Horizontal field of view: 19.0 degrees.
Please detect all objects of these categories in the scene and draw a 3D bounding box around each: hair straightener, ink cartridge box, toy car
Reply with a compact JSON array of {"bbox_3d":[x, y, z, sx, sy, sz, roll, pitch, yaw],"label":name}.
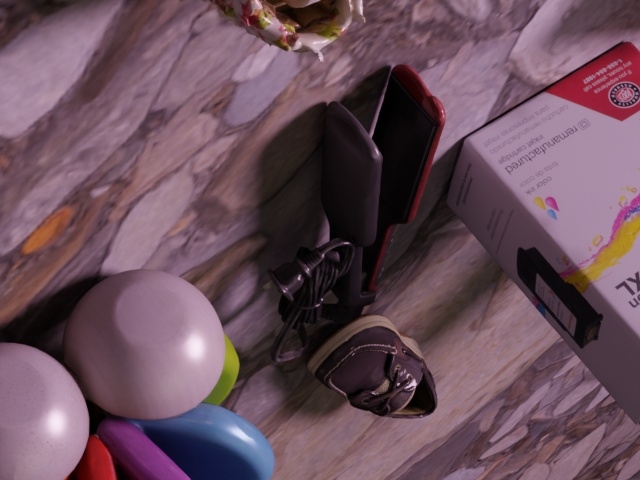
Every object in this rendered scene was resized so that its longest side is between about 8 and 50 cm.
[{"bbox_3d":[0.000,0.000,0.985,0.089,0.047,0.230,-29,161,-24],"label":"hair straightener"},{"bbox_3d":[0.176,-0.006,1.066,0.127,0.175,0.072,-31,158,-21],"label":"ink cartridge box"},{"bbox_3d":[-0.101,0.113,0.900,0.182,0.136,0.159,-29,156,-26],"label":"toy car"}]

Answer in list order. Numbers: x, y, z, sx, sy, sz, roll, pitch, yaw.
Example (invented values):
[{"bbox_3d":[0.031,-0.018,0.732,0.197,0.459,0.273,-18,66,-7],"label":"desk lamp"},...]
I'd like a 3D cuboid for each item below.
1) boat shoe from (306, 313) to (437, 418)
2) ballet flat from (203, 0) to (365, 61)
[{"bbox_3d":[0.040,0.083,1.196,0.056,0.049,0.152,-44,158,13],"label":"boat shoe"},{"bbox_3d":[0.000,-0.147,0.624,0.091,0.077,0.241,-31,157,-19],"label":"ballet flat"}]
